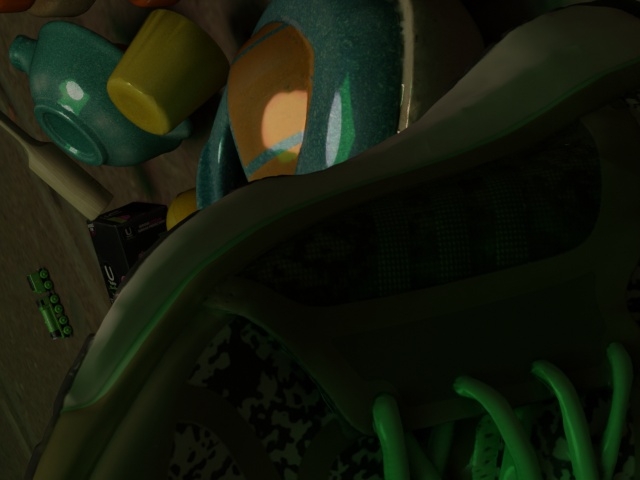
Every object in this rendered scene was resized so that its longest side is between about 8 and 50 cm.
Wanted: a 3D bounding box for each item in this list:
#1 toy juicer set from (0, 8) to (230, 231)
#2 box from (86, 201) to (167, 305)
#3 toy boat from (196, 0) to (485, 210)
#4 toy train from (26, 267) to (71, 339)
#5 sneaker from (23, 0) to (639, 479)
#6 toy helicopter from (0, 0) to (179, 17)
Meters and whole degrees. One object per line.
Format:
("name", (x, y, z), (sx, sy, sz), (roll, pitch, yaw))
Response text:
("toy juicer set", (-0.145, -0.085, 0.984), (0.329, 0.089, 0.209), (9, 145, 48))
("box", (-0.160, 0.014, 1.116), (0.062, 0.052, 0.083), (9, 118, 54))
("toy boat", (0.000, 0.000, 0.685), (0.267, 0.148, 0.318), (123, 143, -55))
("toy train", (-0.297, 0.071, 1.397), (0.017, 0.023, 0.083), (-17, 96, 59))
("sneaker", (0.068, 0.048, 0.458), (0.182, 0.410, 0.158), (28, 143, 34))
("toy helicopter", (-0.195, -0.336, 0.894), (0.235, 0.140, 0.355), (36, 129, 54))
